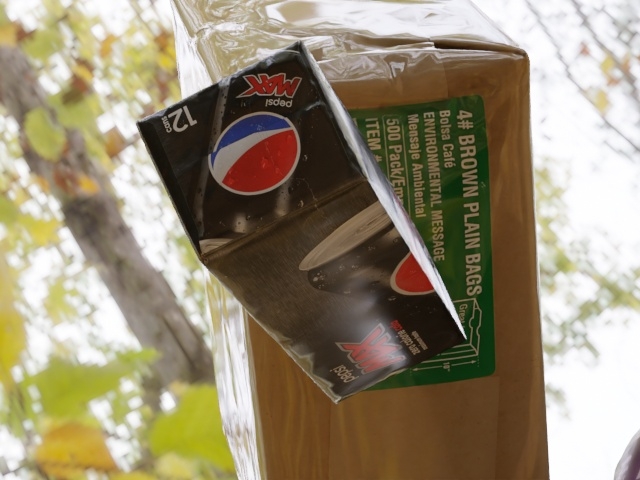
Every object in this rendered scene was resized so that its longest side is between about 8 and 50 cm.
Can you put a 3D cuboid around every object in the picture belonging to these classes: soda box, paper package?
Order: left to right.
[{"bbox_3d":[0.000,0.000,0.633,0.060,0.053,0.169,-26,-23,5],"label":"soda box"},{"bbox_3d":[0.021,0.016,1.129,0.168,0.309,0.324,-8,-70,-8],"label":"paper package"}]

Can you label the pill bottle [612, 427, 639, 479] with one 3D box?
[{"bbox_3d":[0.239,0.198,1.098,0.301,0.169,0.169,-64,-38,-38],"label":"pill bottle"}]
